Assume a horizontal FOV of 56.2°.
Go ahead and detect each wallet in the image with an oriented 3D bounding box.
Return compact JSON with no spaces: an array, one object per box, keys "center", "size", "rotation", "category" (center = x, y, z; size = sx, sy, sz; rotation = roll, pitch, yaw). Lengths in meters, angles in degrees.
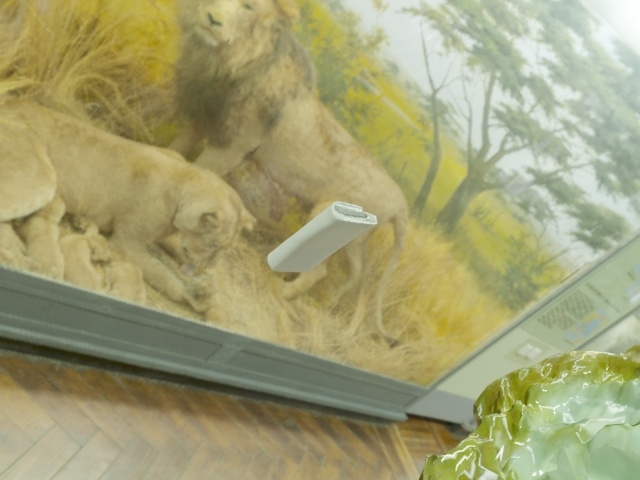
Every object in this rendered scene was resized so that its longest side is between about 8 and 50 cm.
[{"center":[0.000,0.000,0.634],"size":[0.061,0.122,0.025],"rotation":[12,56,-36],"category":"wallet"}]

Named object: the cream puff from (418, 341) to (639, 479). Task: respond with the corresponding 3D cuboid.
[{"center":[0.242,0.213,0.371],"size":[0.270,0.323,0.274],"rotation":[-17,91,-27],"category":"cream puff"}]
